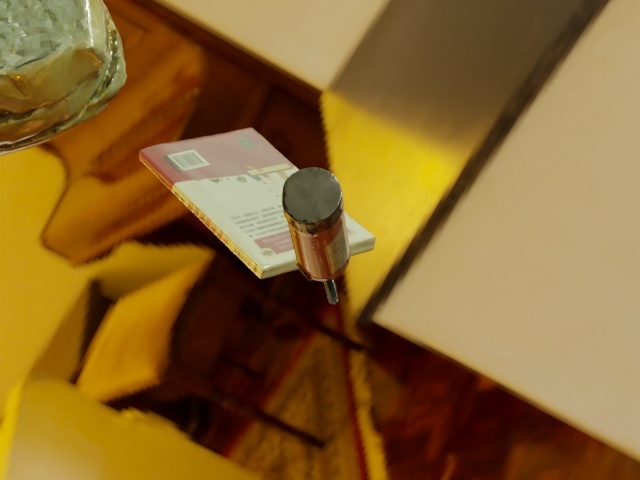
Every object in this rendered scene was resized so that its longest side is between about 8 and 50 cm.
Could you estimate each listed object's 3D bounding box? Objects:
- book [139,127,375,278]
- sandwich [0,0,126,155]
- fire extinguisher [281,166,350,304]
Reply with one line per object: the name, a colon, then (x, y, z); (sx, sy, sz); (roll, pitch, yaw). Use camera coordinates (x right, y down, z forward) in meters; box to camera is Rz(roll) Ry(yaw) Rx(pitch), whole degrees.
book: (-0.070, -0.046, 1.689); (0.232, 0.162, 0.022); (43, 132, 33)
sandwich: (-0.283, -0.151, 0.911); (0.099, 0.301, 0.271); (77, 173, -64)
fire extinguisher: (0.000, 0.000, 1.260); (0.177, 0.050, 0.062); (77, 177, -68)
